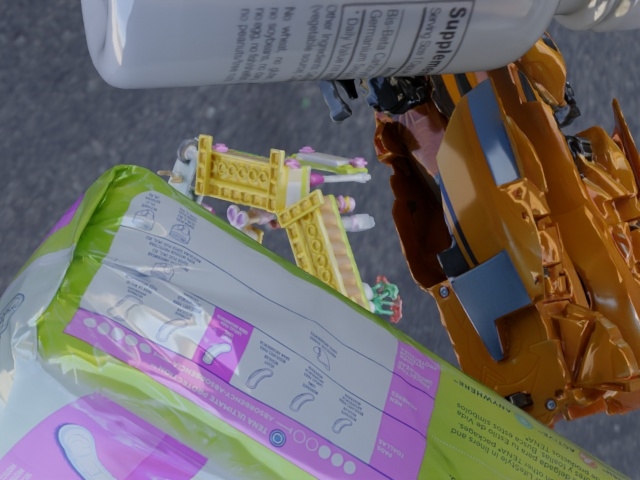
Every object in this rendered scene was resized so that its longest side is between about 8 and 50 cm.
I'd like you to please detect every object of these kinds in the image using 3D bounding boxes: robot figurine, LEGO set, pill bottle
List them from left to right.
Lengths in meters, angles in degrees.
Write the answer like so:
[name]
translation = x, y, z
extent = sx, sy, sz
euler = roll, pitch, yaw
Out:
[LEGO set]
translation = 0.000, 0.000, 1.181
extent = 0.287, 0.107, 0.132
euler = 41, 121, 35
[pill bottle]
translation = 0.028, -0.127, 0.587
extent = 0.229, 0.131, 0.131
euler = -4, 114, -14
[robot figurine]
translation = 0.088, -0.057, 0.736
extent = 0.085, 0.211, 0.291
euler = -25, 77, 31

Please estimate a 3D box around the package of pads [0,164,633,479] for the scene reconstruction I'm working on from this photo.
[package of pads]
translation = -0.014, 0.125, 0.594
extent = 0.296, 0.101, 0.229
euler = 33, 136, -13
